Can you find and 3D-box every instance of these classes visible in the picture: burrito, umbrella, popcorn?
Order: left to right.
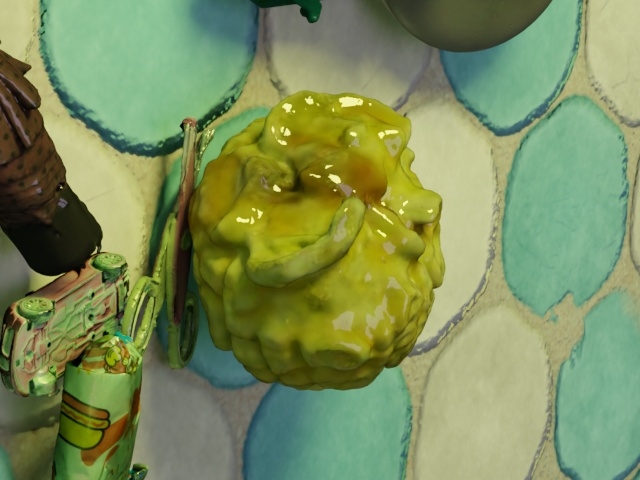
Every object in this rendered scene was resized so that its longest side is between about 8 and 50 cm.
[{"bbox_3d":[-0.231,-0.100,1.233,0.094,0.090,0.326,-57,137,-28],"label":"umbrella"},{"bbox_3d":[-0.157,0.187,1.392,0.104,0.054,0.288,-39,140,-64],"label":"burrito"},{"bbox_3d":[-0.002,-0.005,1.433,0.217,0.181,0.235,63,32,-61],"label":"popcorn"}]

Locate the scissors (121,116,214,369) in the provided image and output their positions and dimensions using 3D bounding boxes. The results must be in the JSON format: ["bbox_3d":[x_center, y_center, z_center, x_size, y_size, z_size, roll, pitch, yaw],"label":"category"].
[{"bbox_3d":[-0.108,0.003,1.440,0.133,0.020,0.187,28,72,-72],"label":"scissors"}]

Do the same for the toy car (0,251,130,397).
[{"bbox_3d":[-0.182,0.056,1.358,0.142,0.055,0.069,-35,136,-51],"label":"toy car"}]

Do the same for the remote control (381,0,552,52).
[{"bbox_3d":[0.126,-0.319,1.586,0.221,0.103,0.332,-13,111,-32],"label":"remote control"}]

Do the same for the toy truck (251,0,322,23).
[{"bbox_3d":[0.022,-0.234,1.454,0.216,0.110,0.116,-12,144,-19],"label":"toy truck"}]
